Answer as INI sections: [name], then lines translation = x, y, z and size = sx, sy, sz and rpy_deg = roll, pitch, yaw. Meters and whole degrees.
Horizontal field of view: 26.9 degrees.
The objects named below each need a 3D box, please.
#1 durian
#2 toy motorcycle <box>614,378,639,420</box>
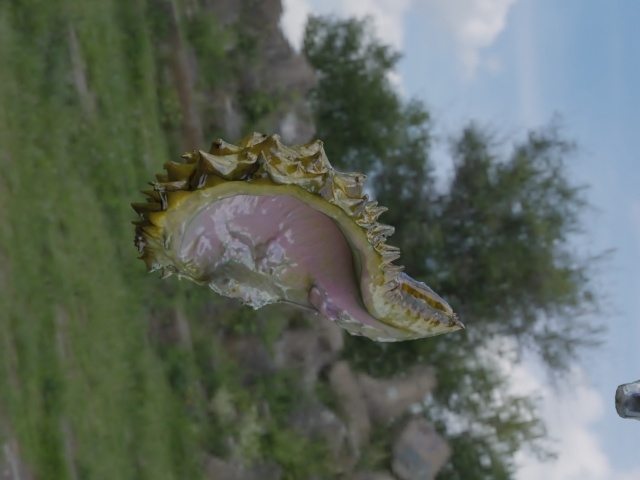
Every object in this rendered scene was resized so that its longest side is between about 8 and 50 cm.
[durian]
translation = -0.003, -0.005, 0.823
size = 0.140, 0.224, 0.078
rpy_deg = -44, -151, 39
[toy motorcycle]
translation = 0.376, 0.142, 1.212
size = 0.151, 0.228, 0.074
rpy_deg = 168, -81, -70
